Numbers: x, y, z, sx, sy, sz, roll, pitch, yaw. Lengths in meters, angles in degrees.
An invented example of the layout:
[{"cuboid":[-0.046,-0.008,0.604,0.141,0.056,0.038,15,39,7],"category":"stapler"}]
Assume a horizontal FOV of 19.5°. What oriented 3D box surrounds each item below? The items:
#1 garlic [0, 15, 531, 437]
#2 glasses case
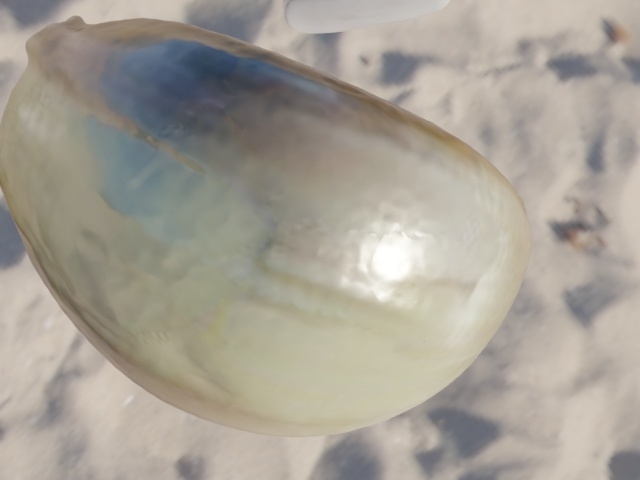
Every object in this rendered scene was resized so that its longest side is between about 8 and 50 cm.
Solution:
[{"cuboid":[-0.004,0.008,0.610,0.207,0.128,0.115,21,77,-31],"category":"garlic"},{"cuboid":[0.023,-0.119,0.907,0.083,0.032,0.021,-9,61,3],"category":"glasses case"}]
